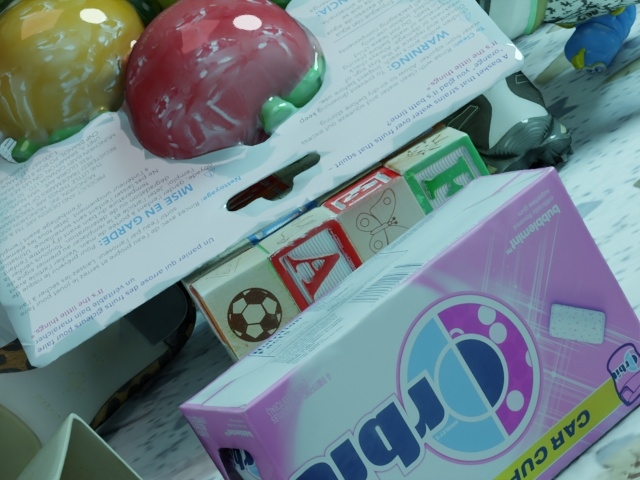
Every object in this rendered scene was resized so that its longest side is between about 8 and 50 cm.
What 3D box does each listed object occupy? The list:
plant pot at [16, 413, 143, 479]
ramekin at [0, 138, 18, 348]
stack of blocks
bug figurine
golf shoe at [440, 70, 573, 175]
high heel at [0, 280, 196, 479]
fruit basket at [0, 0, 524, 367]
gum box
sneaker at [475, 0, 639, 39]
[{"bbox_3d":[-0.105,0.157,0.819,0.096,0.109,0.109,-42,12,6],"label":"plant pot"},{"bbox_3d":[-0.193,-0.055,1.438,0.277,0.135,0.277,-22,49,28],"label":"ramekin"},{"bbox_3d":[0.000,0.000,1.185,0.171,0.087,0.297,-32,13,-5],"label":"stack of blocks"},{"bbox_3d":[0.153,-0.165,1.491,0.279,0.072,0.216,-13,28,40],"label":"bug figurine"},{"bbox_3d":[0.105,-0.093,1.291,0.077,0.094,0.198,-34,12,-9],"label":"golf shoe"},{"bbox_3d":[-0.190,0.107,1.262,0.261,0.093,0.186,-35,2,-4],"label":"high heel"},{"bbox_3d":[-0.085,-0.110,1.202,0.327,0.165,0.353,-33,51,-2],"label":"fruit basket"},{"bbox_3d":[0.042,0.065,0.804,0.188,0.107,0.062,-37,14,-25],"label":"gum box"},{"bbox_3d":[0.182,-0.222,1.360,0.182,0.158,0.410,5,24,3],"label":"sneaker"}]
